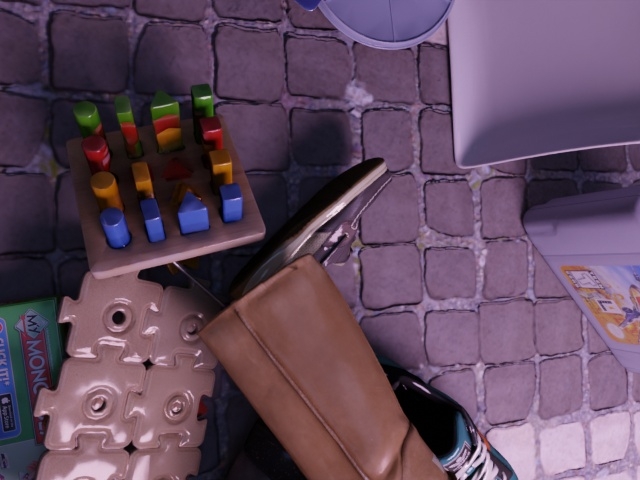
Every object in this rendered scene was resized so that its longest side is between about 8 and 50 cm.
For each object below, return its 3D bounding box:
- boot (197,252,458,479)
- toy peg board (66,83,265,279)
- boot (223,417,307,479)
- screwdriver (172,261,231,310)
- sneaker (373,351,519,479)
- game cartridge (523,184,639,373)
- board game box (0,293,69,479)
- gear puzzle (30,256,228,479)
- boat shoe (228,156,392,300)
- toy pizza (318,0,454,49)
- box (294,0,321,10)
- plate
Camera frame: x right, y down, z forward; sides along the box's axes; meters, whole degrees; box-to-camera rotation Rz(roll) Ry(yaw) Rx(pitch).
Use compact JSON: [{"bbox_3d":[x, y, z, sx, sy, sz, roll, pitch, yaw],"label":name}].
[{"bbox_3d":[-0.028,0.186,0.487,0.236,0.089,0.269,-35,84,-12],"label":"boot"},{"bbox_3d":[-0.151,-0.068,0.494,0.161,0.079,0.160,-14,62,-16],"label":"toy peg board"},{"bbox_3d":[0.010,0.366,0.575,0.338,0.118,0.222,32,83,-3],"label":"boot"},{"bbox_3d":[-0.111,0.060,0.549,0.170,0.025,0.024,45,57,-29],"label":"screwdriver"},{"bbox_3d":[0.138,0.244,0.599,0.302,0.121,0.108,41,79,-13],"label":"sneaker"},{"bbox_3d":[0.401,0.066,0.642,0.062,0.198,0.297,-42,101,-13],"label":"game cartridge"},{"bbox_3d":[-0.337,0.223,0.491,0.214,0.046,0.316,-7,92,-18],"label":"board game box"},{"bbox_3d":[-0.182,0.111,0.522,0.176,0.044,0.338,18,76,-41],"label":"gear puzzle"},{"bbox_3d":[0.000,0.001,0.583,0.223,0.080,0.073,-43,107,-7],"label":"boat shoe"},{"bbox_3d":[0.072,-0.326,0.626,0.202,0.032,0.201,0,91,-17],"label":"toy pizza"},{"bbox_3d":[-0.058,-0.369,0.561,0.225,0.036,0.136,37,83,-5],"label":"box"},{"bbox_3d":[0.270,-0.232,0.579,0.045,0.277,0.277,-5,92,-42],"label":"plate"}]
